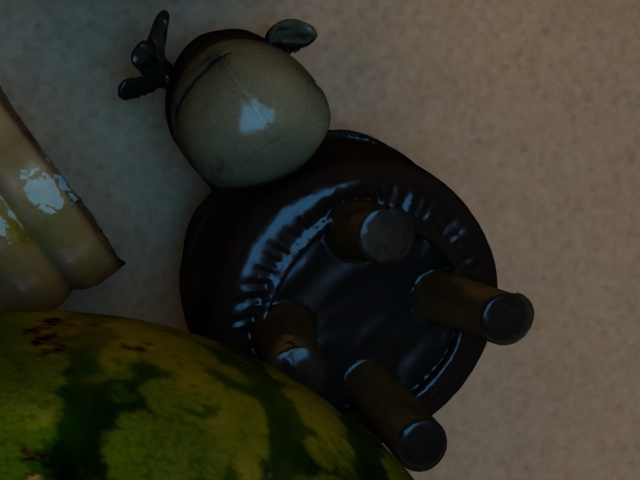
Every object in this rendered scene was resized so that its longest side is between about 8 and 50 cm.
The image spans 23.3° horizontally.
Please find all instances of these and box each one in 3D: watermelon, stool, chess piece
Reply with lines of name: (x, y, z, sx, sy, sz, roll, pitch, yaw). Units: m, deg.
watermelon: (-0.085, 0.160, 0.510, 0.285, 0.285, 0.285, -2, 97, -15)
stool: (0.000, 0.000, 0.631, 0.125, 0.121, 0.217, -29, 108, -9)
chess piece: (-0.182, 0.031, 0.602, 0.200, 0.090, 0.090, -36, 105, -6)
